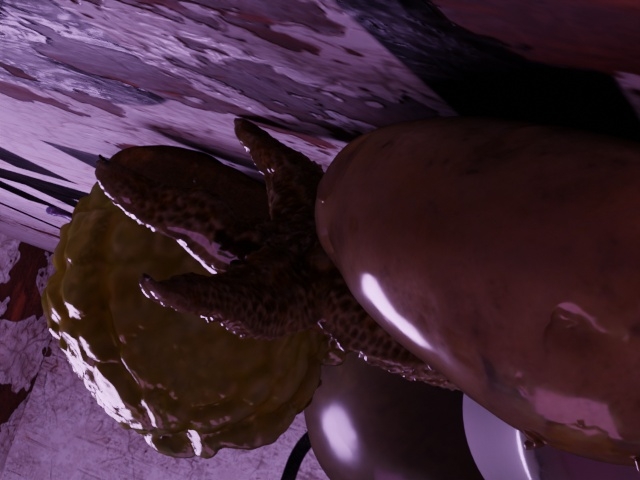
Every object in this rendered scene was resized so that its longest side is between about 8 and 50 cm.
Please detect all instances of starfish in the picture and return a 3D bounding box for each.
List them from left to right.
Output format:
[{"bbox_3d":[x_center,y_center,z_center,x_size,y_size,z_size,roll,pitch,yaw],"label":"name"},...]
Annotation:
[{"bbox_3d":[0.000,0.000,0.722,0.277,0.062,0.236,-12,-137,-41],"label":"starfish"}]

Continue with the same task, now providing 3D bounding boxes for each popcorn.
[{"bbox_3d":[-0.101,0.075,1.218,0.286,0.225,0.174,21,178,-9],"label":"popcorn"}]

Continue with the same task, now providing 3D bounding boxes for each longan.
[{"bbox_3d":[0.125,0.204,1.636,0.300,0.243,0.300,5,138,5],"label":"longan"}]

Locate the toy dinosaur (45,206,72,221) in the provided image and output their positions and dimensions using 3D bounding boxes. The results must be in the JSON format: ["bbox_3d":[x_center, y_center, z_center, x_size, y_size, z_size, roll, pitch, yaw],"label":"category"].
[{"bbox_3d":[-0.275,-0.002,1.897,0.197,0.045,0.080,22,164,7],"label":"toy dinosaur"}]

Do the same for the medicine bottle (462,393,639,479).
[{"bbox_3d":[0.179,0.108,0.898,0.170,0.170,0.293,19,173,-1],"label":"medicine bottle"}]

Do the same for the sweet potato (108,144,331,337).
[{"bbox_3d":[-0.015,0.010,0.969,0.292,0.097,0.097,18,174,14],"label":"sweet potato"}]

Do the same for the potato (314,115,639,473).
[{"bbox_3d":[0.091,0.018,0.572,0.235,0.128,0.161,24,175,21],"label":"potato"}]
